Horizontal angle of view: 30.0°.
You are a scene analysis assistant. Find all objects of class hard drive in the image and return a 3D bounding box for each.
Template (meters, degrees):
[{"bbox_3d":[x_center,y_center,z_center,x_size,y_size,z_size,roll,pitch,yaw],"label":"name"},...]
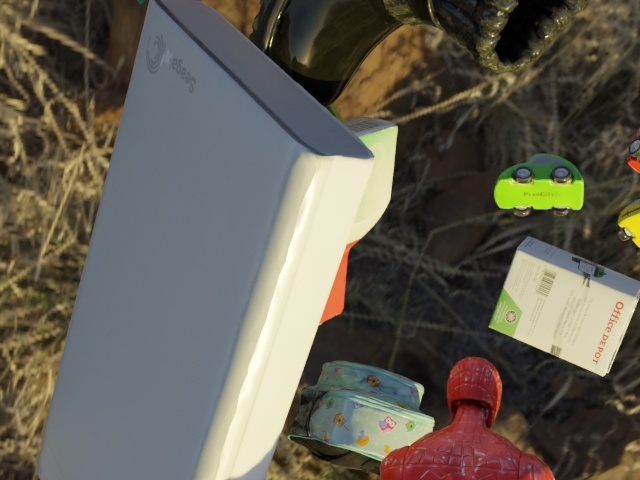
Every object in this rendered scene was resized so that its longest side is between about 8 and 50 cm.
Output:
[{"bbox_3d":[-0.078,0.052,0.623,0.040,0.307,0.203,3,27,-31],"label":"hard drive"}]

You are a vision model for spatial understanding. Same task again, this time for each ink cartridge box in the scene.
[{"bbox_3d":[0.424,0.112,2.059,0.219,0.160,0.092,24,24,16],"label":"ink cartridge box"},{"bbox_3d":[0.000,0.000,1.192,0.056,0.224,0.181,15,23,33],"label":"ink cartridge box"}]

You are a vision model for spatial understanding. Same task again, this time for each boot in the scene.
[{"bbox_3d":[0.088,-0.213,1.122,0.260,0.348,0.131,42,30,27],"label":"boot"}]

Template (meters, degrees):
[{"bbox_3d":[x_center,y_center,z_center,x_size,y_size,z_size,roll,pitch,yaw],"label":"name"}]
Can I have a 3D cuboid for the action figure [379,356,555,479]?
[{"bbox_3d":[0.067,0.199,0.561,0.092,0.139,0.280,2,74,14],"label":"action figure"}]

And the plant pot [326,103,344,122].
[{"bbox_3d":[-0.079,-0.108,1.590,0.207,0.228,0.227,25,21,-24],"label":"plant pot"}]

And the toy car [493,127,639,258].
[{"bbox_3d":[0.303,-0.066,1.302,0.225,0.239,0.053,1,49,10],"label":"toy car"}]

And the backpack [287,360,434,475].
[{"bbox_3d":[0.064,0.241,1.593,0.166,0.188,0.144,22,85,-17],"label":"backpack"}]

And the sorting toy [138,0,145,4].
[{"bbox_3d":[-0.222,-0.330,1.675,0.083,0.012,0.062,1,82,-11],"label":"sorting toy"}]
